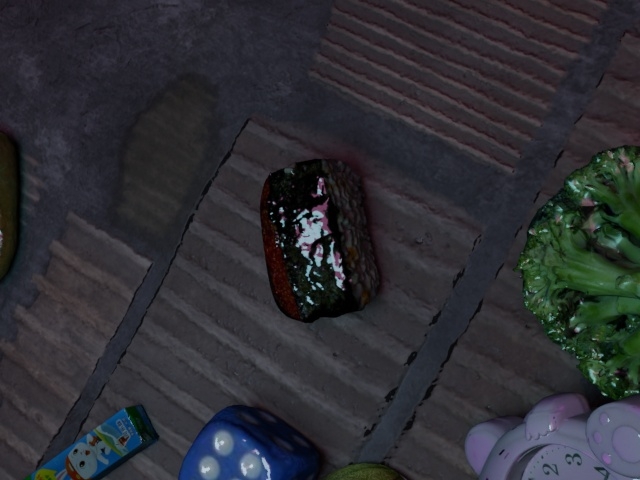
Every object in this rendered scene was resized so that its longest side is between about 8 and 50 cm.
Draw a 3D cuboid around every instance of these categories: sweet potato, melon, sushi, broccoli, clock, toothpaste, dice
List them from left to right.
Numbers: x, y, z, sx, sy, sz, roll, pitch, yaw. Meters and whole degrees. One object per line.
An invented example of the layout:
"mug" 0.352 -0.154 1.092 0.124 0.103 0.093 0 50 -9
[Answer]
"sweet potato" -0.540 -0.057 1.313 0.075 0.075 0.273 -7 83 17
"toothpaste" -0.372 0.350 1.206 0.267 0.050 0.065 -36 76 11
"dice" -0.098 0.315 1.072 0.147 0.146 0.143 30 95 24
"sushi" 0.000 0.000 1.088 0.126 0.136 0.225 -8 84 26
"melon" 0.064 0.364 1.042 0.128 0.079 0.160 -46 71 9
"clock" 0.301 0.318 0.871 0.322 0.113 0.295 -21 76 57
"broccoli" 0.365 0.037 0.912 0.265 0.245 0.294 -12 104 0
